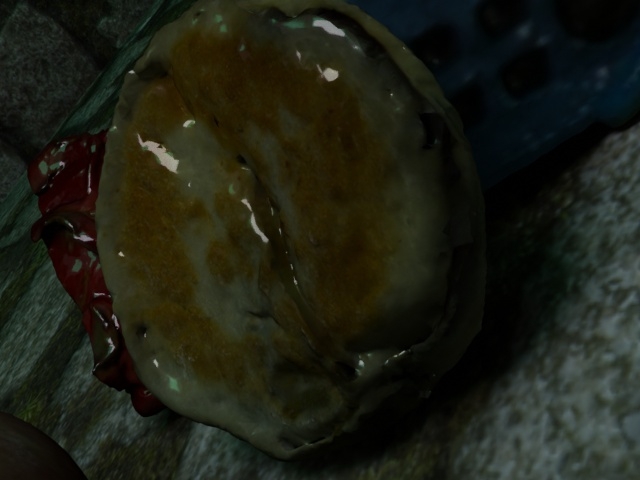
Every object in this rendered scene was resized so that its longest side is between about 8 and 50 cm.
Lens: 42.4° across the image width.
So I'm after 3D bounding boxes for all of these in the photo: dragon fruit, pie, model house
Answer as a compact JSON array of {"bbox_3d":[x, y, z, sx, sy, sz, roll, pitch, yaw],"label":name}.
[{"bbox_3d":[-0.156,-0.024,0.835,0.286,0.228,0.329,-33,28,24],"label":"dragon fruit"},{"bbox_3d":[-0.035,-0.005,0.570,0.339,0.339,0.077,-25,-2,38],"label":"pie"},{"bbox_3d":[0.142,-0.197,0.646,0.303,0.216,0.237,-31,28,7],"label":"model house"}]

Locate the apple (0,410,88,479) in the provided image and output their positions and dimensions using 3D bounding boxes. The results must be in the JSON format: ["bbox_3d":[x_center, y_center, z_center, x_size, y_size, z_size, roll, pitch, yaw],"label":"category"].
[{"bbox_3d":[-0.300,0.278,0.627,0.305,0.235,0.306,-36,30,25],"label":"apple"}]
